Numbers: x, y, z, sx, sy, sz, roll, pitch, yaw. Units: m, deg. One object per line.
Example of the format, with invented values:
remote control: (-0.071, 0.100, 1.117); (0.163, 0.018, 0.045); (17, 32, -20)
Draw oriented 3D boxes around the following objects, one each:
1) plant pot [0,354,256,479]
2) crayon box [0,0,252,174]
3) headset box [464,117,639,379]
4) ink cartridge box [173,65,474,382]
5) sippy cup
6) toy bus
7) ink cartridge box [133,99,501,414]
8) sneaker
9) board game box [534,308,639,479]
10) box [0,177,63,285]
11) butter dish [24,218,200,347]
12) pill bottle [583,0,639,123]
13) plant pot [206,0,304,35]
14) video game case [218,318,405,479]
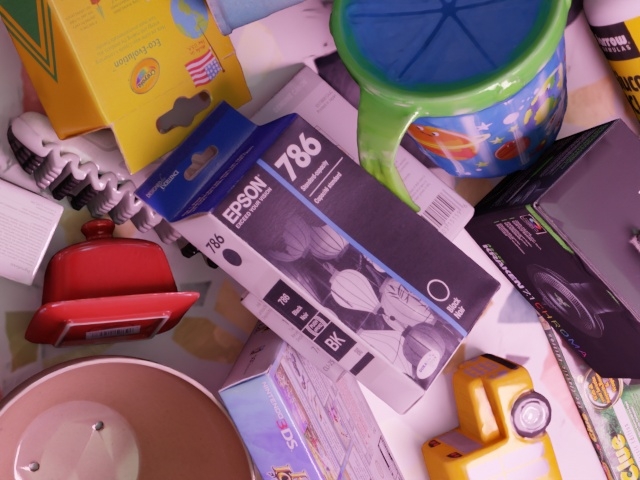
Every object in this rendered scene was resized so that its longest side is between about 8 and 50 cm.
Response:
plant pot: (-0.223, 0.240, 1.793); (0.284, 0.191, 0.284); (-2, 97, -17)
crayon box: (-0.210, -0.237, 1.762); (0.202, 0.081, 0.318); (-36, 107, -44)
headset box: (0.305, 0.017, 1.877); (0.131, 0.283, 0.246); (-44, 96, -11)
ink cartridge box: (0.000, -0.023, 1.839); (0.239, 0.060, 0.275); (40, 45, 2)
sippy cup: (0.151, -0.182, 1.839); (0.305, 0.240, 0.224); (-28, 148, 3)
toy bus: (0.206, 0.298, 1.988); (0.130, 0.108, 0.332); (-21, 102, -14)
ink cartridge box: (0.000, 0.000, 1.732); (0.333, 0.065, 0.165); (38, 53, 0)
sneaker: (-0.176, -0.070, 1.834); (0.292, 0.110, 0.118); (25, 74, -21)
board game box: (0.345, 0.148, 2.060); (0.136, 0.030, 0.259); (-27, 103, -16)
box: (-0.320, -0.017, 1.782); (0.102, 0.101, 0.087); (25, 88, -19)
butter dish: (-0.215, 0.036, 1.814); (0.160, 0.160, 0.118); (-5, 75, -17)
pill bottle: (0.400, -0.222, 1.956); (0.188, 0.188, 0.334); (-34, 104, -12)
plant pot: (-0.012, -0.362, 1.724); (0.255, 0.271, 0.271); (-17, 101, 3)
video game case: (0.001, 0.210, 1.842); (0.061, 0.244, 0.269); (-22, 103, 15)
